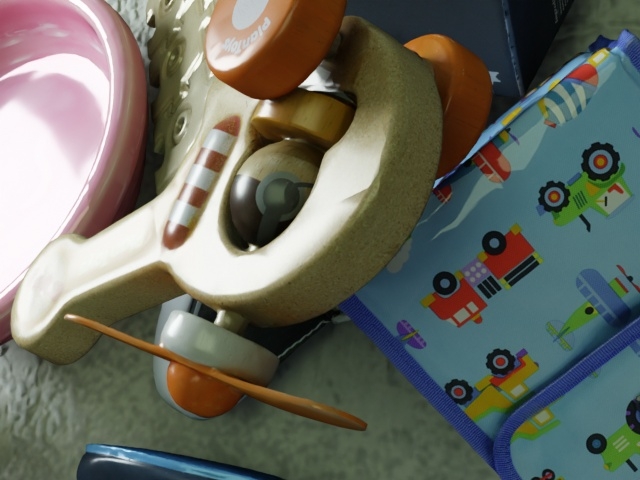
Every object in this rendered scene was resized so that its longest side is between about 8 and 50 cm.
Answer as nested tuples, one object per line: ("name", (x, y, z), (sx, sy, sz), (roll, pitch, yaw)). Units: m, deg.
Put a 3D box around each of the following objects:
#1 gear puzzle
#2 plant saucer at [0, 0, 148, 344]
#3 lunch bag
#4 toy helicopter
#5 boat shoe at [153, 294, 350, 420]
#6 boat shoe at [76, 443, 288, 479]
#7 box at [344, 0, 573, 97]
("gear puzzle", (-0.060, -0.123, 0.964), (0.175, 0.044, 0.339), (-48, 34, 32))
("plant saucer", (-0.261, -0.048, 1.063), (0.332, 0.084, 0.332), (-16, 56, 25))
("lunch bag", (0.182, 0.058, 0.810), (0.221, 0.138, 0.293), (-41, 93, 8))
("toy helicopter", (-0.069, 0.011, 0.764), (0.355, 0.140, 0.235), (-25, 50, 42))
("boat shoe", (0.003, 0.002, 0.938), (0.105, 0.113, 0.306), (30, 80, 43))
("boat shoe", (-0.062, 0.199, 0.917), (0.258, 0.109, 0.089), (11, 84, 29))
("box", (0.094, -0.206, 0.910), (0.153, 0.108, 0.207), (9, 50, 27))
